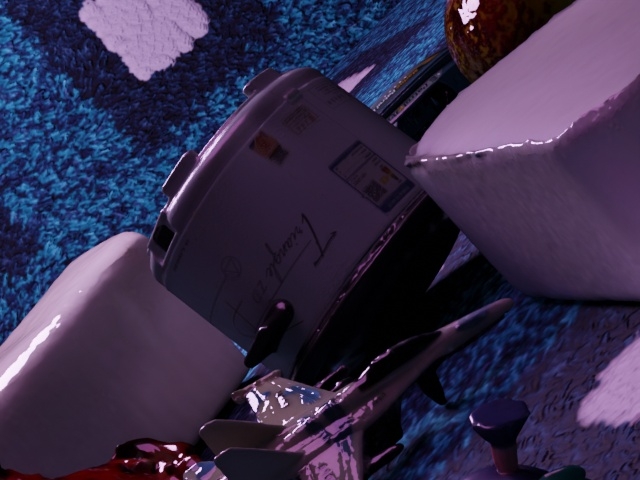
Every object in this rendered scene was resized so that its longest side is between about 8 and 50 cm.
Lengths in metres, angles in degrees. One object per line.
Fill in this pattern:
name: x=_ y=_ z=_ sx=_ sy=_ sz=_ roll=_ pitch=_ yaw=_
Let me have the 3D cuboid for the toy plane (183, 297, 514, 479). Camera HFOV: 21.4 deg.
toy plane: x=0.029 y=0.125 z=1.189 sx=0.262 sy=0.088 sz=0.192 roll=-26 pitch=34 yaw=-7

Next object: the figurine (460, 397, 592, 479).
figurine: x=0.064 y=0.166 z=0.794 sx=0.195 sy=0.111 sz=0.102 roll=-37 pitch=32 yaw=28

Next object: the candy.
candy: x=-0.231 y=0.170 z=1.642 sx=0.145 sy=0.208 sz=0.358 roll=-32 pitch=14 yaw=43

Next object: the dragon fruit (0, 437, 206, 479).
dragon fruit: x=-0.163 y=0.292 z=1.218 sx=0.286 sy=0.228 sz=0.329 roll=14 pitch=16 yaw=28

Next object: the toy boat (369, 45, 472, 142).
toy boat: x=0.124 y=-0.146 z=1.918 sx=0.246 sy=0.093 sz=0.103 roll=-44 pitch=30 yaw=-10

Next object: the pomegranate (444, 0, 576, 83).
pomegranate: x=0.192 y=-0.257 z=1.669 sx=0.214 sy=0.248 sz=0.214 roll=-45 pitch=14 yaw=14

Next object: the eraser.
eraser: x=0.202 y=-0.075 z=1.168 sx=0.331 sy=0.150 sz=0.331 roll=-39 pitch=13 yaw=11

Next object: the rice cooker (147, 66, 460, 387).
rice cooker: x=0.000 y=0.000 z=1.406 sx=0.280 sy=0.227 sz=0.241 roll=-44 pitch=-13 yaw=-47
